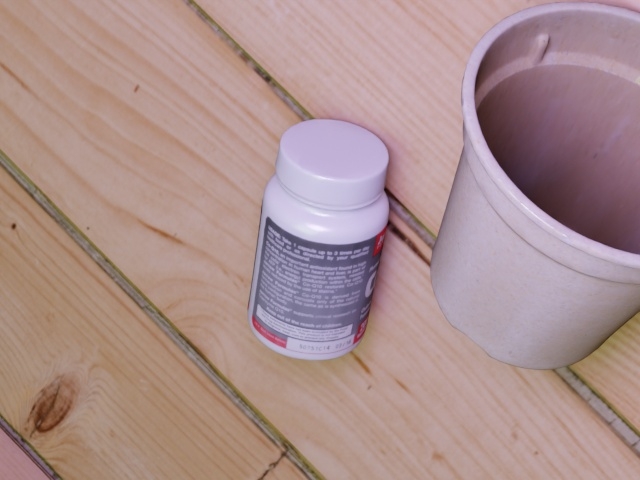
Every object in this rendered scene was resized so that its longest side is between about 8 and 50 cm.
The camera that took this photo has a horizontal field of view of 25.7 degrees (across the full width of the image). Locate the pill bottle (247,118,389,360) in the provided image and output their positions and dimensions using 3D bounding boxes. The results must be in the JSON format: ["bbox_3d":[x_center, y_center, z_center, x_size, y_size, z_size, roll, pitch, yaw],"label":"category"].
[{"bbox_3d":[0.000,0.000,1.792,0.161,0.161,0.283,27,130,22],"label":"pill bottle"}]

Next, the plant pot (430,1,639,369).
[{"bbox_3d":[0.262,-0.027,1.495,0.334,0.334,0.305,39,144,12],"label":"plant pot"}]
